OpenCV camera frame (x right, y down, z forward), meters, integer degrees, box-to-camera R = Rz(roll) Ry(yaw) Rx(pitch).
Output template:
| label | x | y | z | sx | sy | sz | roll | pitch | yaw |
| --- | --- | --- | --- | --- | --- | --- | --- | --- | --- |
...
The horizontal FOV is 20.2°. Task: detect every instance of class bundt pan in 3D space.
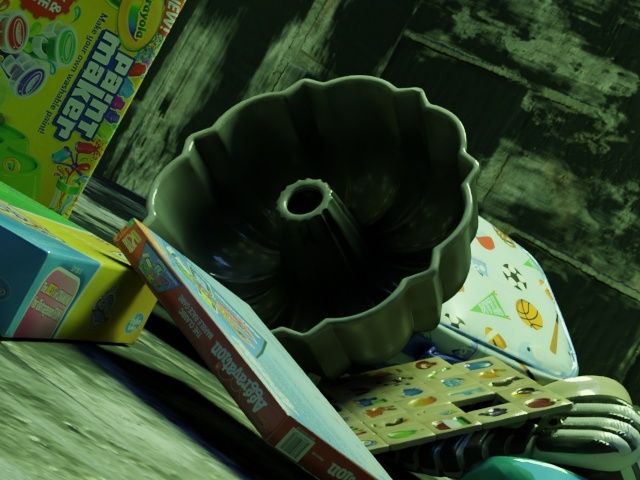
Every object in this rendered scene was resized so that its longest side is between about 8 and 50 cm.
| label | x | y | z | sx | sy | sz | roll | pitch | yaw |
| --- | --- | --- | --- | --- | --- | --- | --- | --- | --- |
| bundt pan | 0.000 | 0.000 | 1.697 | 0.331 | 0.331 | 0.124 | 30 | -25 | 37 |

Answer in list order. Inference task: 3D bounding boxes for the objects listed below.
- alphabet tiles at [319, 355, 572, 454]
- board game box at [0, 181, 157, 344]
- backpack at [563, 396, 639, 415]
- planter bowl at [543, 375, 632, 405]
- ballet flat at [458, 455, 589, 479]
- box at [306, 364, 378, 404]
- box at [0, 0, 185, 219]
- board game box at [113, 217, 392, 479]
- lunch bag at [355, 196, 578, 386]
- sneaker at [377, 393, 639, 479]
| label | x | y | z | sx | sy | sz | roll | pitch | yaw |
| --- | --- | --- | --- | --- | --- | --- | --- | --- | --- |
| alphabet tiles | 0.083 | 0.139 | 1.555 | 0.198 | 0.009 | 0.237 | -12 | 10 | -12 |
| board game box | -0.262 | -0.010 | 1.304 | 0.242 | 0.064 | 0.316 | 29 | 1 | 9 |
| backpack | 0.277 | 0.211 | 1.633 | 0.182 | 0.115 | 0.152 | 15 | 12 | 23 |
| planter bowl | 0.255 | 0.227 | 1.778 | 0.162 | 0.162 | 0.109 | 28 | 27 | -42 |
| ballet flat | 0.225 | 0.251 | 1.444 | 0.247 | 0.083 | 0.087 | 27 | 22 | -12 |
| box | 0.067 | 0.162 | 1.941 | 0.216 | 0.060 | 0.270 | 27 | 1 | -14 |
| box | -0.325 | -0.180 | 1.675 | 0.279 | 0.290 | 0.177 | 28 | 1 | -22 |
| board game box | -0.047 | 0.091 | 1.291 | 0.145 | 0.027 | 0.281 | 41 | 3 | -39 |
| lunch bag | 0.123 | 0.062 | 1.870 | 0.303 | 0.115 | 0.243 | 24 | 36 | -33 |
| sneaker | 0.172 | 0.220 | 1.570 | 0.281 | 0.106 | 0.162 | 0 | -56 | 44 |
